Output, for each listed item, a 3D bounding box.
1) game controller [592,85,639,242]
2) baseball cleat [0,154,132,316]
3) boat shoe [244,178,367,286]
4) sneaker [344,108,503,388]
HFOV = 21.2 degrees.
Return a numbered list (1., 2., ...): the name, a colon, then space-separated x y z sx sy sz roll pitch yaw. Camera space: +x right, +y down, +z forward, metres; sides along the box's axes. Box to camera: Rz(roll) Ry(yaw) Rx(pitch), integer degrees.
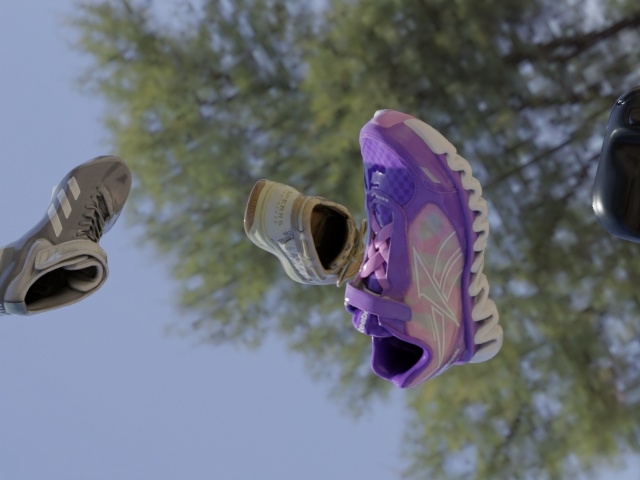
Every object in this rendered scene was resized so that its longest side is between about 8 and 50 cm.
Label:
1. game controller: 0.451 -0.057 1.799 0.067 0.319 0.166 -76 -1 -77
2. baseball cleat: -0.201 0.001 1.433 0.206 0.109 0.072 -51 -45 -37
3. boat shoe: 0.000 0.000 2.153 0.285 0.089 0.104 26 -105 -63
4. sneaker: 0.062 0.018 1.245 0.095 0.104 0.236 31 145 45
